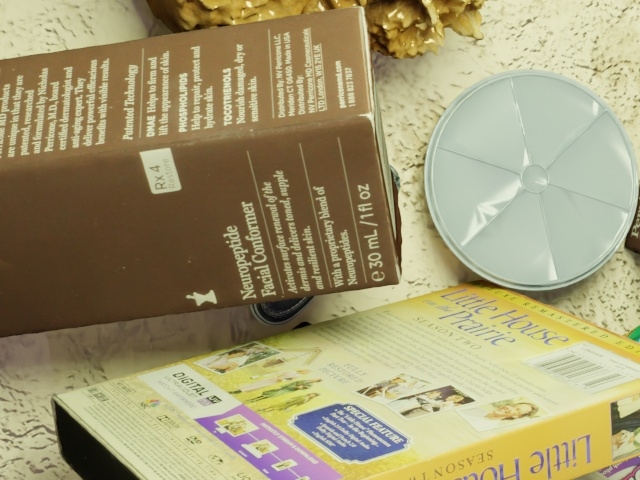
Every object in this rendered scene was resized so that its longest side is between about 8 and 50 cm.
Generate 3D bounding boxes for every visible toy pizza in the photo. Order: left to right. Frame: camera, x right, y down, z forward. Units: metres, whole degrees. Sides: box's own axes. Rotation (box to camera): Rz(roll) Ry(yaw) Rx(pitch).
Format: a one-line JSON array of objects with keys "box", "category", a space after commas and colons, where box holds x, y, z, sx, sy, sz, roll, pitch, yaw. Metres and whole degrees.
[{"box": [0.189, -0.054, 1.391, 0.201, 0.032, 0.201, 1, 85, -10], "category": "toy pizza"}]

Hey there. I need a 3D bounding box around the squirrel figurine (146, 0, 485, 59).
[{"box": [0.010, -0.342, 1.244, 0.370, 0.281, 0.397, -26, 116, -17], "category": "squirrel figurine"}]

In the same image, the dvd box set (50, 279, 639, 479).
[{"box": [0.036, 0.137, 1.208, 0.420, 0.307, 0.062, -14, 109, -26], "category": "dvd box set"}]

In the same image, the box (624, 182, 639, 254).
[{"box": [0.398, -0.040, 1.357, 0.167, 0.203, 0.168, 12, 96, -12], "category": "box"}]

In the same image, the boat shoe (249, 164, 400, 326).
[{"box": [0.000, 0.000, 1.348, 0.065, 0.083, 0.183, 33, 91, -13], "category": "boat shoe"}]

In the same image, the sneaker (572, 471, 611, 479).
[{"box": [0.153, 0.224, 1.310, 0.290, 0.123, 0.106, 20, 92, -11], "category": "sneaker"}]

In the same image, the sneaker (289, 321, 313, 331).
[{"box": [-0.025, 0.163, 1.387, 0.089, 0.051, 0.170, 31, 96, -14], "category": "sneaker"}]

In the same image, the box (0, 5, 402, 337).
[{"box": [-0.136, -0.048, 1.208, 0.381, 0.143, 0.191, -7, 136, 6], "category": "box"}]

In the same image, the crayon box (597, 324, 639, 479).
[{"box": [0.261, 0.210, 1.429, 0.278, 0.081, 0.165, -33, 102, -4], "category": "crayon box"}]
